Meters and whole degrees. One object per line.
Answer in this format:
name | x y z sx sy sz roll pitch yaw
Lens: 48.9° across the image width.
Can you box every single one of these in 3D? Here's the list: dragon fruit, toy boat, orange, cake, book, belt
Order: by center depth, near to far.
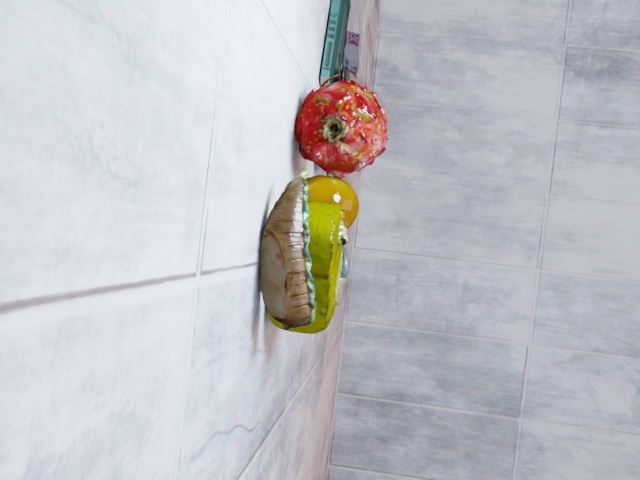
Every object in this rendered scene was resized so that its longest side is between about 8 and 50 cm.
toy boat | -0.058 0.015 1.263 0.099 0.108 0.293 -3 95 -51
cake | -0.023 0.051 1.411 0.179 0.156 0.261 -50 148 -68
dragon fruit | 0.043 -0.236 1.495 0.205 0.210 0.268 52 12 -6
orange | 0.006 -0.076 1.538 0.155 0.154 0.134 82 -14 -66
book | 0.045 -0.545 1.903 0.264 0.031 0.379 75 23 -73
belt | 0.087 -0.534 2.078 0.071 0.053 0.232 115 -16 -47

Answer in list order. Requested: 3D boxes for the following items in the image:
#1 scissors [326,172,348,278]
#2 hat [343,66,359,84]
scissors | 0.029 -0.058 2.031 0.256 0.029 0.384 148 -55 -67
hat | 0.043 -0.319 1.863 0.214 0.149 0.245 11 65 -77
